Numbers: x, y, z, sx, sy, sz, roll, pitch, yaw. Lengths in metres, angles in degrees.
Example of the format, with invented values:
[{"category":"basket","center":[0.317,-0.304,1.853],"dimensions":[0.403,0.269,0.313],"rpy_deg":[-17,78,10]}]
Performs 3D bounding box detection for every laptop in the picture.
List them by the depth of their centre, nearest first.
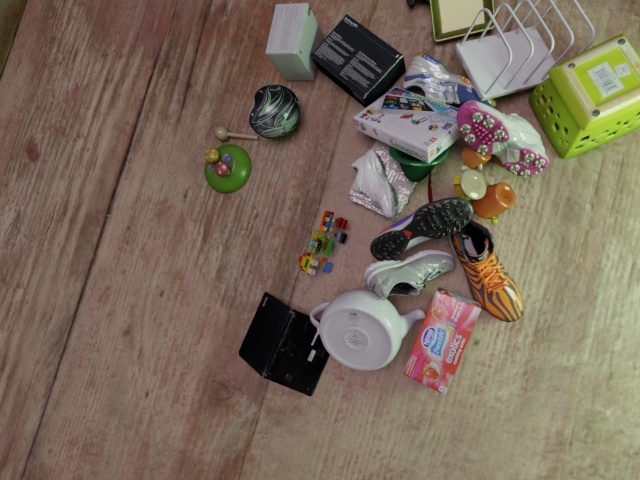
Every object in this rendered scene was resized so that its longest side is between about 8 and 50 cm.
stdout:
[{"category":"laptop","center":[-0.108,0.333,1.370],"dimensions":[0.264,0.136,0.234],"rpy_deg":[24,89,-7]}]

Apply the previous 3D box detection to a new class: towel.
[{"category":"towel","center":[0.223,-0.221,1.339],"dimensions":[0.187,0.049,0.282],"rpy_deg":[27,90,18]}]

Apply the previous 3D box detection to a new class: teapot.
[{"category":"teapot","center":[0.124,0.239,1.231],"dimensions":[0.256,0.187,0.252],"rpy_deg":[41,121,0]}]

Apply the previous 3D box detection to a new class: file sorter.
[{"category":"file sorter","center":[0.564,-0.550,1.172],"dimensions":[0.277,0.173,0.193],"rpy_deg":[-17,75,-11]}]

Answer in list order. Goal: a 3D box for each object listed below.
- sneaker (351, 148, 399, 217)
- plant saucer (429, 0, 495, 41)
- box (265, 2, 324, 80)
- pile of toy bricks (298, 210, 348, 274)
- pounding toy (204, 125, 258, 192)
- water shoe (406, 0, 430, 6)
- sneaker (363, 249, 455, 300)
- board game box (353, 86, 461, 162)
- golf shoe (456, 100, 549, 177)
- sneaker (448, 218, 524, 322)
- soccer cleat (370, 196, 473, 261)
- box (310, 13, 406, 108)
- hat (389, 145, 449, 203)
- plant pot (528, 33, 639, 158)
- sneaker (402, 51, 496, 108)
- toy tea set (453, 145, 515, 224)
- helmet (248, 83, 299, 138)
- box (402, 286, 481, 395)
[{"category":"sneaker","center":[0.162,-0.160,1.287],"dimensions":[0.115,0.090,0.232],"rpy_deg":[-26,65,20]},{"category":"plant saucer","center":[0.446,-0.746,1.329],"dimensions":[0.188,0.045,0.188],"rpy_deg":[-7,104,16]},{"category":"box","center":[-0.084,-0.672,1.434],"dimensions":[0.118,0.182,0.181],"rpy_deg":[9,84,20]},{"category":"pile of toy bricks","center":[0.000,0.000,1.356],"dimensions":[0.105,0.118,0.212],"rpy_deg":[31,109,46]},{"category":"pounding toy","center":[-0.345,-0.295,1.491],"dimensions":[0.182,0.110,0.237],"rpy_deg":[15,86,18]},{"category":"water shoe","center":[0.385,-0.819,1.385],"dimensions":[0.203,0.073,0.080],"rpy_deg":[1,109,16]},{"category":"sneaker","center":[0.266,0.110,1.196],"dimensions":[0.281,0.105,0.115],"rpy_deg":[-13,51,-15]},{"category":"board game box","center":[0.270,-0.356,1.257],"dimensions":[0.193,0.053,0.305],"rpy_deg":[-38,49,-16]},{"category":"golf shoe","center":[0.489,-0.294,1.136],"dimensions":[0.306,0.115,0.140],"rpy_deg":[29,59,-21]},{"category":"sneaker","center":[0.448,0.080,1.152],"dimensions":[0.124,0.180,0.321],"rpy_deg":[-33,73,10]},{"category":"soccer cleat","center":[0.286,-0.043,1.203],"dimensions":[0.318,0.116,0.109],"rpy_deg":[-31,98,33]},{"category":"box","center":[0.126,-0.593,1.400],"dimensions":[0.184,0.103,0.261],"rpy_deg":[-47,71,8]},{"category":"hat","center":[0.295,-0.198,1.280],"dimensions":[0.172,0.184,0.209],"rpy_deg":[9,45,19]},{"category":"plant pot","center":[0.733,-0.388,1.127],"dimensions":[0.227,0.207,0.228],"rpy_deg":[-24,76,12]},{"category":"sneaker","center":[0.397,-0.460,1.310],"dimensions":[0.296,0.112,0.131],"rpy_deg":[38,115,18]},{"category":"toy tea set","center":[0.476,-0.217,1.231],"dimensions":[0.199,0.124,0.336],"rpy_deg":[27,68,-14]},{"category":"helmet","center":[-0.157,-0.429,1.429],"dimensions":[0.169,0.169,0.162],"rpy_deg":[-3,64,16]},{"category":"box","center":[0.340,0.273,1.169],"dimensions":[0.128,0.122,0.257],"rpy_deg":[23,96,20]}]
